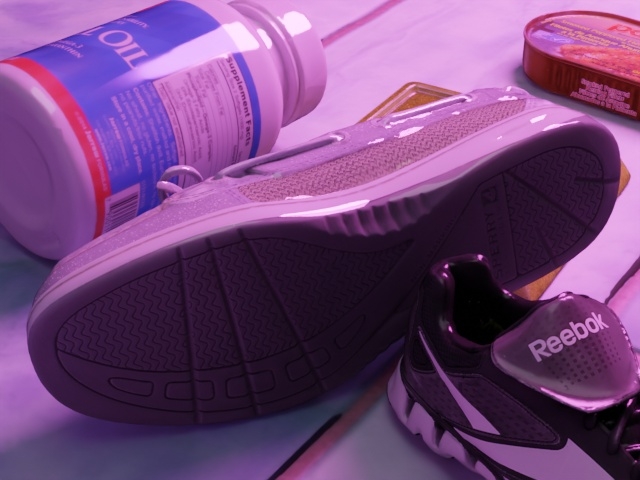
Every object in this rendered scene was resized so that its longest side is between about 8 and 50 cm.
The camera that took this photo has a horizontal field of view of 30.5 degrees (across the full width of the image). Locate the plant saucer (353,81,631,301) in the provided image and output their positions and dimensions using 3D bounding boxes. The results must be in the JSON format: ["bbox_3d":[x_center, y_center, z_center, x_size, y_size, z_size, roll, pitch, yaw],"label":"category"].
[{"bbox_3d":[0.086,-0.046,0.760,0.188,0.045,0.188,19,37,26],"label":"plant saucer"}]

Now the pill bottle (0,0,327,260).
[{"bbox_3d":[-0.103,-0.085,0.748,0.124,0.124,0.221,26,41,34],"label":"pill bottle"}]

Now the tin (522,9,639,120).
[{"bbox_3d":[0.245,-0.133,0.903,0.189,0.040,0.106,25,45,33],"label":"tin"}]

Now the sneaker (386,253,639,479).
[{"bbox_3d":[0.114,0.080,0.510,0.078,0.106,0.234,-23,39,-29],"label":"sneaker"}]

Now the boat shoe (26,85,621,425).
[{"bbox_3d":[0.001,-0.003,0.613,0.320,0.118,0.103,-23,36,-15],"label":"boat shoe"}]
